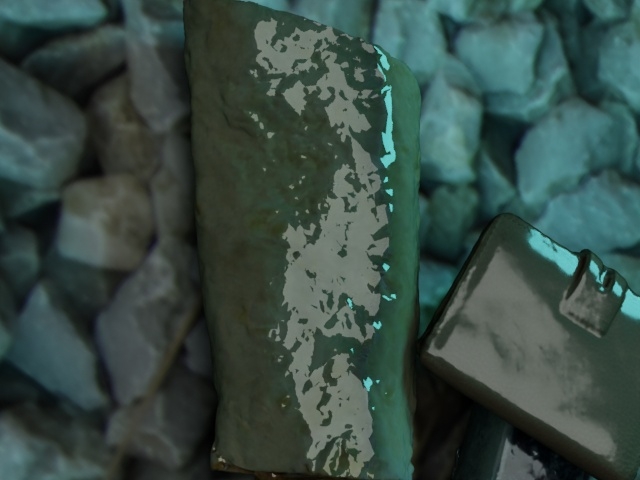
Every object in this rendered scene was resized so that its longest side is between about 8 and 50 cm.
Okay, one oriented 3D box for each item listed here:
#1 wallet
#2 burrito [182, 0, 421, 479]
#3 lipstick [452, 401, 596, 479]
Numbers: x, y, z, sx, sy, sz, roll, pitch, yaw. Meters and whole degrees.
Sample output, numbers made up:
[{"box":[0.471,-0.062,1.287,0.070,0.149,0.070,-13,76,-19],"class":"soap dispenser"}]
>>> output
[{"box":[0.142,0.063,1.019,0.152,0.039,0.118,34,75,-5],"class":"wallet"},{"box":[-0.004,0.000,1.024,0.143,0.105,0.299,-2,84,-14],"class":"burrito"},{"box":[0.113,0.189,1.048,0.077,0.076,0.290,19,77,-14],"class":"lipstick"}]
